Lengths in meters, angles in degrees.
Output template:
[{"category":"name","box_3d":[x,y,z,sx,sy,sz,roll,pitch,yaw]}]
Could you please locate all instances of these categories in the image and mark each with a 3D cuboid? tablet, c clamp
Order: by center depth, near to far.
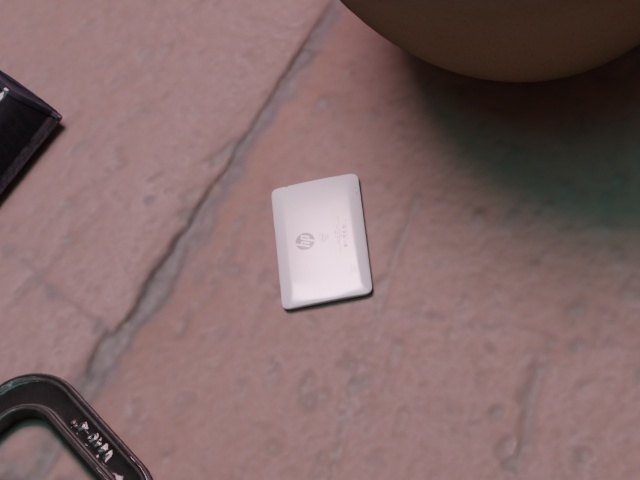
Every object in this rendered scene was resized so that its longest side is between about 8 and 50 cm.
[{"category":"c clamp","box_3d":[-0.175,0.144,0.976,0.161,0.022,0.137,35,69,30]},{"category":"tablet","box_3d":[0.000,0.000,1.021,0.054,0.006,0.083,-11,58,8]}]

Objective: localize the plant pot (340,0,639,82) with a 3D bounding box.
[{"category":"plant pot","box_3d":[0.117,-0.202,0.999,0.284,0.191,0.284,-6,60,10]}]

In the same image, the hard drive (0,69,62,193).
[{"category":"hard drive","box_3d":[-0.312,-0.083,1.118,0.255,0.054,0.172,28,71,26]}]
